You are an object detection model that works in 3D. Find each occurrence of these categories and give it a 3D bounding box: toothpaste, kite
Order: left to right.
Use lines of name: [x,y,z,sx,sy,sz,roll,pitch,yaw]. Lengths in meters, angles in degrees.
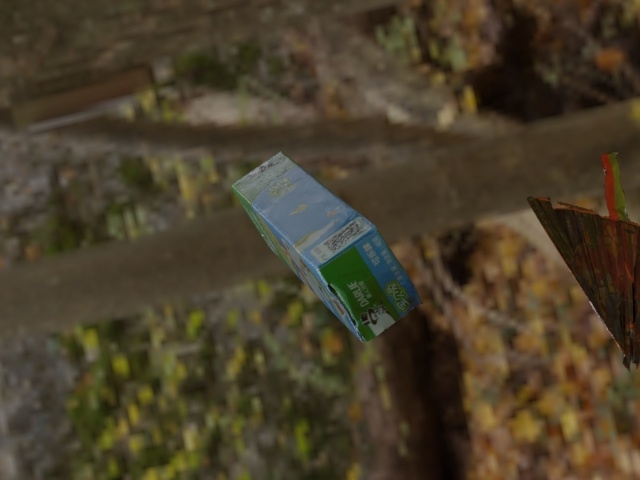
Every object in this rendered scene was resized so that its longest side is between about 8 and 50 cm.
toothpaste: [0.000,0.000,1.375,0.065,0.050,0.267,56,175,-20]
kite: [0.248,0.017,1.583,0.241,0.014,0.183,7,-109,-41]
